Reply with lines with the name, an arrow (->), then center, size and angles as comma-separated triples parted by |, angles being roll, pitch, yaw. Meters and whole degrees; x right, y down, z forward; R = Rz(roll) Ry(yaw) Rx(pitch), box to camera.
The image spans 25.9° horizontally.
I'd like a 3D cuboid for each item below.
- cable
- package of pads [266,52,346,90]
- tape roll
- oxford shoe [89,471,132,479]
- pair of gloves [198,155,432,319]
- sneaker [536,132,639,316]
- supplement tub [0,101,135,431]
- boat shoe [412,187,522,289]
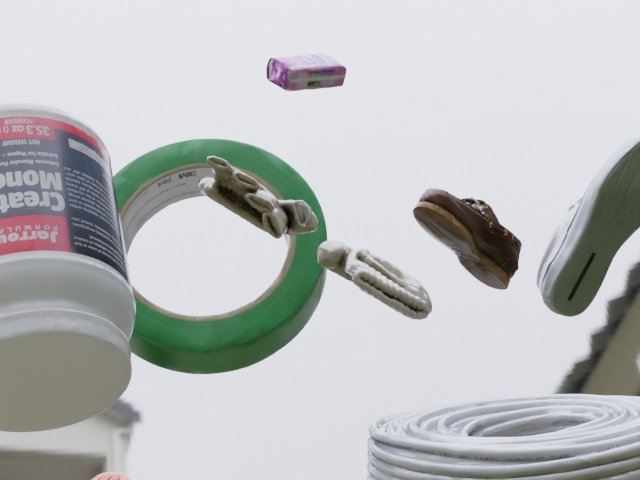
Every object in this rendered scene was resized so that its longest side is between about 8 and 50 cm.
cable -> 0.160, 0.174, 1.072 | 0.257, 0.089, 0.257 | -3, 3, 39
package of pads -> -0.017, -0.198, 1.630 | 0.083, 0.050, 0.032 | -10, -60, -35
tape roll -> -0.151, 0.017, 1.839 | 0.321, 0.321, 0.077 | -7, -29, -4
oxford shoe -> -0.339, 0.443, 2.039 | 0.133, 0.130, 0.364 | 47, -40, -4
pair of gloves -> 0.000, 0.000, 1.266 | 0.240, 0.204, 0.042 | 32, -91, 4
sneaker -> 0.346, -0.031, 1.753 | 0.094, 0.091, 0.258 | 29, -80, -22
supplement tub -> -0.279, 0.022, 1.319 | 0.191, 0.272, 0.191 | -10, -36, -7
boat shoe -> 0.184, -0.016, 1.719 | 0.073, 0.073, 0.207 | 16, -18, 40
